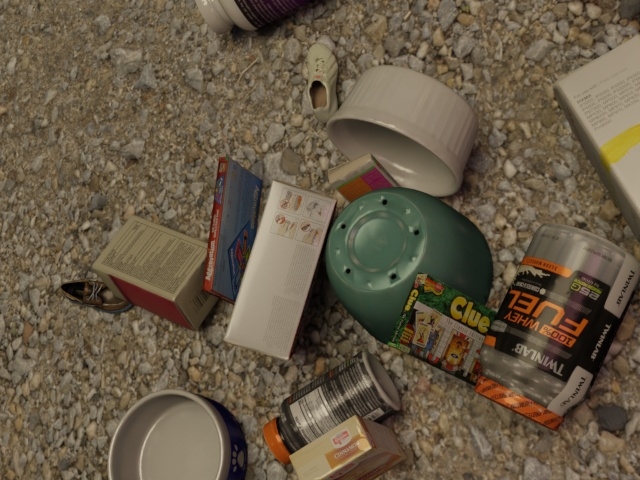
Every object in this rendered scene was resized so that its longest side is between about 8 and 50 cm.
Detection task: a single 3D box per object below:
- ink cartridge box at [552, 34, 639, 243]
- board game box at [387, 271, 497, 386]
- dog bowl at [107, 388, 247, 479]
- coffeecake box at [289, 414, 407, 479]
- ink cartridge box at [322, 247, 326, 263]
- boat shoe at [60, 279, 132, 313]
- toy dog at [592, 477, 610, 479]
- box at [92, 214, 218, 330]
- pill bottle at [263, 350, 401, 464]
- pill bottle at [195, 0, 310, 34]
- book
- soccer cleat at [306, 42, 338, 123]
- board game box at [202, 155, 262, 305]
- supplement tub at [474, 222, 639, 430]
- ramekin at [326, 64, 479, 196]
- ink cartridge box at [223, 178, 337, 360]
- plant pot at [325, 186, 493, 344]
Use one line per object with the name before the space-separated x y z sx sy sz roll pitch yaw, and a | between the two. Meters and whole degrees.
ink cartridge box | 0.560 -0.102 1.550 0.160 0.279 0.384 -30 63 12
board game box | 0.238 0.164 1.633 0.030 0.260 0.136 10 75 56
dog bowl | -0.281 0.430 1.864 0.265 0.104 0.264 -8 70 23
coffeecake box | 0.052 0.384 1.676 0.142 0.185 0.068 -34 62 11
ink cartridge box | 0.000 0.000 1.922 0.048 0.028 0.083 -40 61 9
boat shoe | -0.496 0.121 2.091 0.183 0.066 0.066 0 73 25
toy dog | 0.332 0.490 1.524 0.334 0.161 0.220 -36 61 10
box | -0.328 0.067 1.977 0.232 0.127 0.148 20 62 30
pill bottle | 0.015 0.318 1.749 0.246 0.130 0.130 -33 62 12
pill bottle | -0.114 -0.583 2.086 0.323 0.181 0.181 -24 64 16
book | 0.093 -0.105 1.843 0.096 0.144 0.035 -25 49 20
soccer cleat | 0.002 -0.342 2.011 0.068 0.076 0.196 -15 67 20
board game box | -0.179 -0.016 1.945 0.027 0.145 0.281 -3 71 27
supplement tub | 0.393 0.146 1.595 0.194 0.193 0.316 23 83 29
ramekin | 0.162 -0.209 1.786 0.277 0.277 0.135 19 73 29
ink cartridge box | -0.070 0.059 1.826 0.130 0.272 0.309 17 87 1
plant pot | 0.142 0.036 1.726 0.293 0.235 0.293 -8 70 23
